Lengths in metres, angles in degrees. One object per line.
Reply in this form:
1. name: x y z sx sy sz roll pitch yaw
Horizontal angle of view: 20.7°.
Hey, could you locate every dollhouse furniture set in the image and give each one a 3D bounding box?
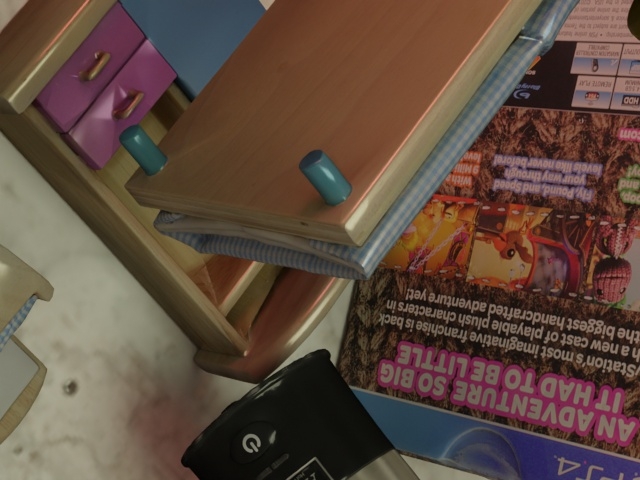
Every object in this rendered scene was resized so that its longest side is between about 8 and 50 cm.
1. dollhouse furniture set: 0.000 0.000 0.698 0.286 0.303 0.198 -54 126 -22

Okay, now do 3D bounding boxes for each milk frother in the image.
1. milk frother: 0.010 0.134 0.810 0.134 0.129 0.143 52 28 11

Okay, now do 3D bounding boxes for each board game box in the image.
1. board game box: 0.156 -0.013 0.880 0.141 0.232 0.291 15 87 -42
